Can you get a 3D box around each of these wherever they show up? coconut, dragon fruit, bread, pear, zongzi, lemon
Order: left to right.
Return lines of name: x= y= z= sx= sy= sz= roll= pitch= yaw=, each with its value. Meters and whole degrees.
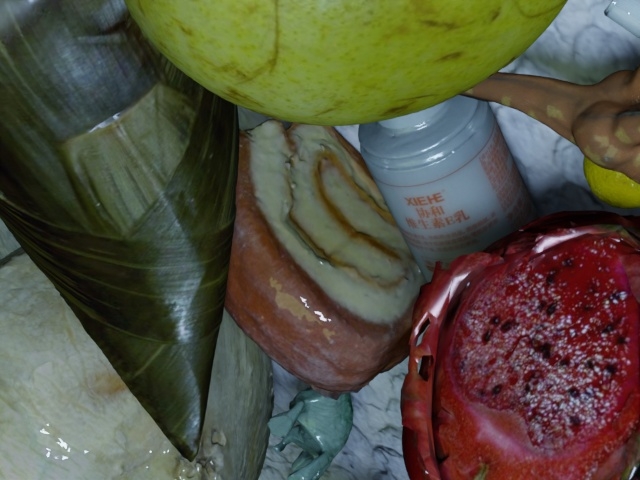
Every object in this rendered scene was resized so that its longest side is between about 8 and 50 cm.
zongzi: x=-0.151 y=-0.033 z=1.120 sx=0.403 sy=0.208 sz=0.432 roll=-33 pitch=-68 yaw=-86
coconut: x=-0.216 y=0.189 z=1.653 sx=0.405 sy=0.404 sz=0.404 roll=28 pitch=151 yaw=17
bread: x=-0.007 y=0.006 z=1.344 sx=0.244 sy=0.190 sz=0.123 roll=42 pitch=139 yaw=-1
pear: x=0.013 y=-0.200 z=0.922 sx=0.284 sy=0.283 sz=0.283 roll=28 pitch=151 yaw=17
dragon fruit: x=0.211 y=0.117 z=1.134 sx=0.296 sy=0.302 sz=0.295 roll=0 pitch=90 yaw=41
lemon: x=0.209 y=-0.052 z=1.122 sx=0.062 sy=0.062 sz=0.083 roll=45 pitch=152 yaw=-14

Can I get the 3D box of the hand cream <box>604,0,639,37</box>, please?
hand cream: x=0.273 y=-0.096 z=1.017 sx=0.216 sy=0.038 sz=0.052 roll=29 pitch=176 yaw=4

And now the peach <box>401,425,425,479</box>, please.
peach: x=0.157 y=0.169 z=1.353 sx=0.197 sy=0.197 sz=0.197 roll=28 pitch=151 yaw=17

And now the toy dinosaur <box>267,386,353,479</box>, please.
toy dinosaur: x=-0.006 y=0.172 z=1.641 sx=0.076 sy=0.129 sz=0.383 roll=25 pitch=150 yaw=6

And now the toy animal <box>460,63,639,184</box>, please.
toy animal: x=0.168 y=-0.086 z=1.043 sx=0.224 sy=0.066 sz=0.230 roll=36 pitch=158 yaw=-12

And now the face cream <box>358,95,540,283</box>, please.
face cream: x=0.082 y=-0.068 z=1.205 sx=0.101 sy=0.101 sz=0.251 roll=11 pitch=142 yaw=41
